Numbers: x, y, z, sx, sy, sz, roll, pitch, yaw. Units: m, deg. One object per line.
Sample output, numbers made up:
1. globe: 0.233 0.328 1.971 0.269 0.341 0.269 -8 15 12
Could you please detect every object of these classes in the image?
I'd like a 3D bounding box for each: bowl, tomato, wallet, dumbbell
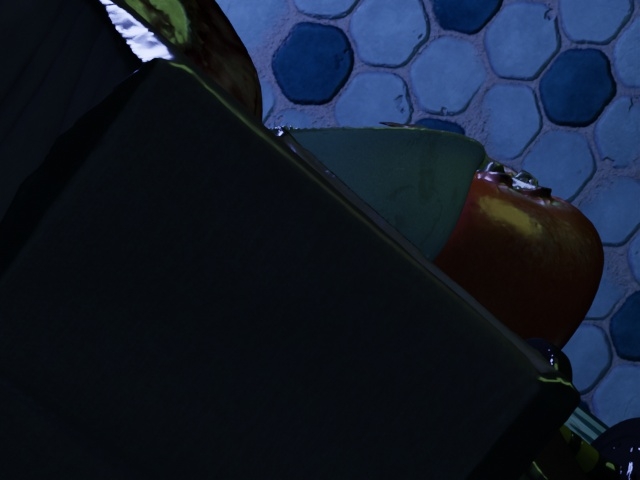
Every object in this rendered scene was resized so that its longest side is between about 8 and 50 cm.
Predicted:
1. bowl: 0.000 0.000 1.518 0.313 0.146 0.313 -3 -9 0
2. tomato: 0.149 0.031 1.925 0.341 0.273 0.341 24 10 -5
3. wallet: 0.211 0.236 1.421 0.182 0.049 0.229 62 9 9
4. dumbbell: 0.240 0.200 1.634 0.325 0.143 0.143 37 4 -18

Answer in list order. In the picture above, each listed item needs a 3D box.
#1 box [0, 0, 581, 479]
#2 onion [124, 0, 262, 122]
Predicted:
1. box: -0.075 0.027 0.528 0.153 0.188 0.252 36 6 -25
2. onion: -0.163 -0.096 1.097 0.252 0.219 0.252 21 58 -37
